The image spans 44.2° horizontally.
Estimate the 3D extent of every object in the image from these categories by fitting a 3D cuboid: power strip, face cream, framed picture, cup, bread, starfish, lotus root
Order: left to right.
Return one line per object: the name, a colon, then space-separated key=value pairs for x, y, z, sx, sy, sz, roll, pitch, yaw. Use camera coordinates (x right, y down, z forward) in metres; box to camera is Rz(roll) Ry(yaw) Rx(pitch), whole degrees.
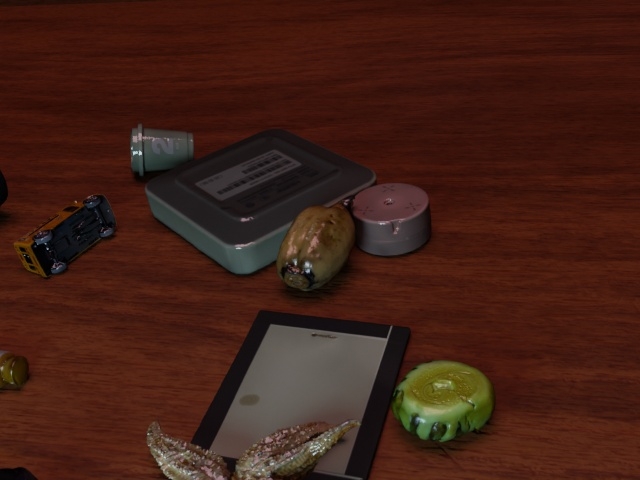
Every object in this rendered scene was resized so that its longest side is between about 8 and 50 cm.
face cream: x=-0.558 y=0.203 z=1.264 sx=0.182 sy=0.051 sz=0.072 roll=1 pitch=33 yaw=13
cup: x=-0.359 y=-0.203 z=1.792 sx=0.141 sy=0.120 sz=0.120 roll=1 pitch=32 yaw=-14
starfish: x=-0.081 y=0.294 z=0.994 sx=0.293 sy=0.084 sz=0.301 roll=-18 pitch=23 yaw=0
framed picture: x=-0.025 y=0.228 z=1.167 sx=0.264 sy=0.016 sz=0.347 roll=4 pitch=36 yaw=16
lotus root: x=0.000 y=0.000 z=1.401 sx=0.125 sy=0.118 sz=0.221 roll=18 pitch=47 yaw=18
power strip: x=0.132 y=-0.042 z=1.483 sx=0.154 sy=0.078 sz=0.154 roll=-8 pitch=32 yaw=5
bread: x=0.169 y=0.223 z=1.089 sx=0.130 sy=0.071 sz=0.139 roll=27 pitch=45 yaw=36

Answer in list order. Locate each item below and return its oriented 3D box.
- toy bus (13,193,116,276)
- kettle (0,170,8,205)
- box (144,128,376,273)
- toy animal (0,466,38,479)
toy bus: x=-0.498 y=-0.016 z=1.549 sx=0.088 sy=0.083 sz=0.194 roll=7 pitch=37 yaw=36
kettle: x=-0.823 y=-0.078 z=1.603 sx=0.250 sy=0.207 sz=0.271 roll=16 pitch=47 yaw=20
box: x=-0.121 y=-0.101 z=1.606 sx=0.367 sy=0.090 sz=0.373 roll=-30 pitch=39 yaw=-29
toy animal: x=-0.417 y=0.377 z=0.867 sx=0.298 sy=0.185 sz=0.122 roll=-35 pitch=44 yaw=-8
